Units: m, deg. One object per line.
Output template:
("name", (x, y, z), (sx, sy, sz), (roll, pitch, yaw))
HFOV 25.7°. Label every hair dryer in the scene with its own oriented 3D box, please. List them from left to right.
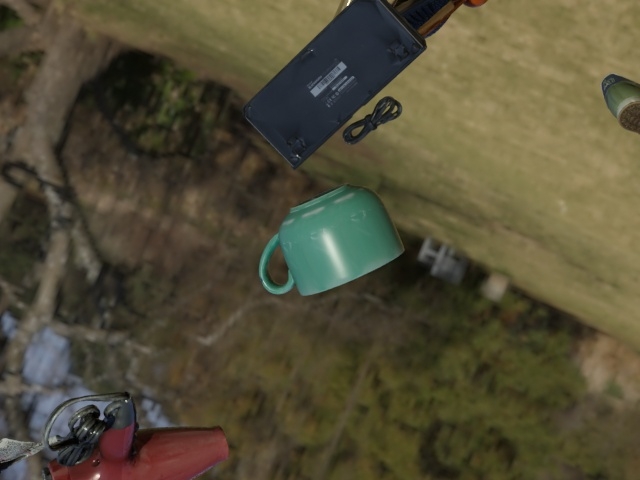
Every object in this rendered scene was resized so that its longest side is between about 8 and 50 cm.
("hair dryer", (-0.200, 0.216, 1.370), (0.224, 0.080, 0.294), (-27, 161, 32))

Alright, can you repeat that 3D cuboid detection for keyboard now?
("keyboard", (0.021, -0.142, 1.323), (0.108, 0.180, 0.023), (46, -156, -6))

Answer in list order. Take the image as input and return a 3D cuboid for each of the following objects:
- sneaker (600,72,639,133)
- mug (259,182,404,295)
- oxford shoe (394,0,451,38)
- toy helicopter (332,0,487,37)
("sneaker", (0.455, -0.176, 1.939), (0.192, 0.064, 0.086), (23, -149, -43))
("mug", (0.006, -0.002, 1.595), (0.097, 0.158, 0.129), (67, 165, -5))
("oxford shoe", (0.115, -0.345, 2.142), (0.083, 0.096, 0.227), (11, 158, -38))
("toy helicopter", (0.084, -0.292, 1.589), (0.235, 0.355, 0.140), (24, -166, -11))
